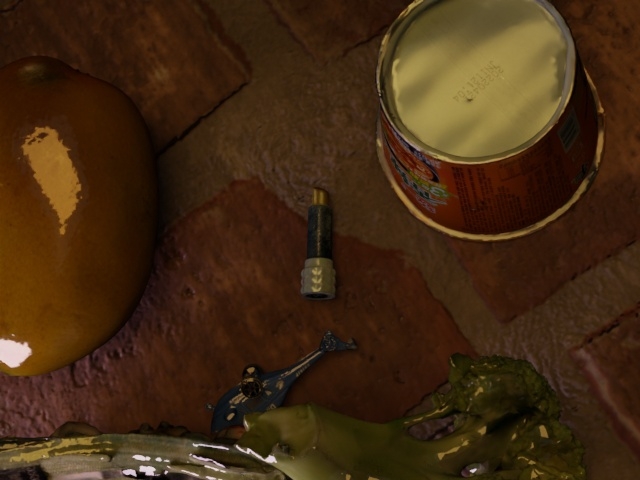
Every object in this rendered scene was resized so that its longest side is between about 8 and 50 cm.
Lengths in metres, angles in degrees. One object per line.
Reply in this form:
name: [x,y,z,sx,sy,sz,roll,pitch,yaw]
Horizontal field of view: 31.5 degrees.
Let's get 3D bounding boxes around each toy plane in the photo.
toy plane: [-0.039,0.141,1.107,0.167,0.054,0.062,-37,98,3]

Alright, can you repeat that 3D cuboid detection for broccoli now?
broccoli: [0.121,0.208,0.958,0.254,0.186,0.302,-37,93,-17]

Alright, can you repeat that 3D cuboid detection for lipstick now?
lipstick: [0.000,0.000,1.134,0.037,0.037,0.116,-1,74,12]

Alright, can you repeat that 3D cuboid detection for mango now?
mango: [-0.265,-0.025,1.128,0.211,0.173,0.317,-2,84,12]

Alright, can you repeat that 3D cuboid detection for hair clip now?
hair clip: [-0.178,0.226,1.095,0.321,0.138,0.091,-2,34,12]

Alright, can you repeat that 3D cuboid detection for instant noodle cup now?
instant noodle cup: [0.149,-0.127,1.052,0.230,0.182,0.230,-3,78,12]

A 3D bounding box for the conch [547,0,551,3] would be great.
conch: [0.193,-0.396,1.059,0.302,0.215,0.319,-4,82,-20]
